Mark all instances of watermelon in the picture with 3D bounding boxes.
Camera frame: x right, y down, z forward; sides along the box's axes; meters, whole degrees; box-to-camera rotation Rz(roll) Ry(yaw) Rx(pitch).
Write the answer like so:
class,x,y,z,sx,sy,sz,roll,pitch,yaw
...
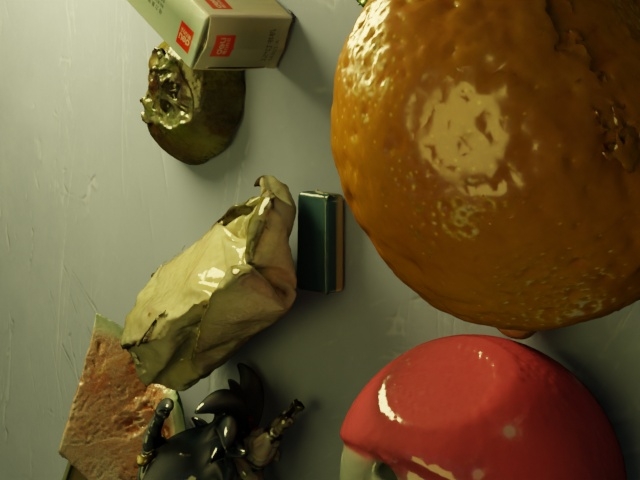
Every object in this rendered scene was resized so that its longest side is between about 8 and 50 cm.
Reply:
class,x,y,z,sx,sy,sz,roll,pitch,yaw
watermelon,-0.287,0.251,1.571,0.256,0.176,0.260,23,90,36

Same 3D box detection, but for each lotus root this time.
class,x,y,z,sx,sy,sz,roll,pitch,yaw
lotus root,-0.190,-0.198,1.472,0.203,0.078,0.183,-27,74,47

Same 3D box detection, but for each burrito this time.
class,x,y,z,sx,sy,sz,roll,pitch,yaw
burrito,-0.117,0.063,1.371,0.135,0.190,0.332,38,140,-14

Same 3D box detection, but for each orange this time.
class,x,y,z,sx,sy,sz,roll,pitch,yaw
orange,0.161,-0.085,0.910,0.293,0.340,0.341,-35,69,31

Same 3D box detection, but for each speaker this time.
class,x,y,z,sx,sy,sz,roll,pitch,yaw
speaker,0.152,0.247,1.082,0.294,0.294,0.294,7,100,47

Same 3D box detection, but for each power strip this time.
class,x,y,z,sx,sy,sz,roll,pitch,yaw
power strip,0.000,0.000,1.320,0.056,0.032,0.123,7,100,46

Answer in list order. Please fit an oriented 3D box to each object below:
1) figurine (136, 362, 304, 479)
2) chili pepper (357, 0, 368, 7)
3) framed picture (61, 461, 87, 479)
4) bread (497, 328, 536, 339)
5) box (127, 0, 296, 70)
class,x,y,z,sx,sy,sz,roll,pitch,yaw
figurine,-0.133,0.287,1.405,0.197,0.175,0.265,28,108,33
chili pepper,0.069,-0.292,1.214,0.091,0.030,0.034,-52,33,35
framed picture,-0.320,0.456,1.730,0.324,0.020,0.241,43,124,36
bread,0.165,0.015,1.100,0.077,0.114,0.189,-35,63,2
box,-0.162,-0.315,1.386,0.269,0.135,0.079,48,130,33
